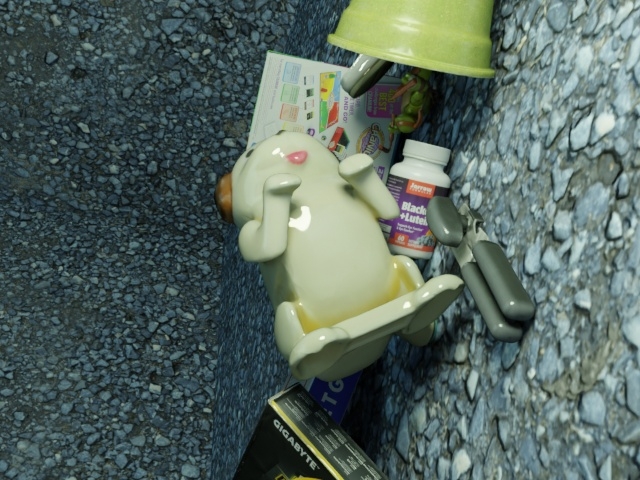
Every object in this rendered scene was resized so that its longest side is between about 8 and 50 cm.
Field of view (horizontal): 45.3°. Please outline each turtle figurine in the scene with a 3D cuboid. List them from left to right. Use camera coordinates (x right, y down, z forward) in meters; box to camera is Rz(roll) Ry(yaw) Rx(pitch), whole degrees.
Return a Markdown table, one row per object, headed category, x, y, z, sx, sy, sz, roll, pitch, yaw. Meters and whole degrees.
| category | x | y | z | sx | sy | sz | roll | pitch | yaw |
| --- | --- | --- | --- | --- | --- | --- | --- | --- | --- |
| turtle figurine | 0.186 | -0.290 | 1.458 | 0.269 | 0.087 | 0.217 | 96 | -170 | -70 |

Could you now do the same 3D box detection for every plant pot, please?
| category | x | y | z | sx | sy | sz | roll | pitch | yaw |
| --- | --- | --- | --- | --- | --- | --- | --- | --- | --- |
| plant pot | 0.170 | -0.410 | 1.201 | 0.276 | 0.276 | 0.253 | -114 | 34 | -67 |

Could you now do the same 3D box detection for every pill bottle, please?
| category | x | y | z | sx | sy | sz | roll | pitch | yaw |
| --- | --- | --- | --- | --- | --- | --- | --- | --- | --- |
| pill bottle | 0.164 | -0.072 | 1.330 | 0.108 | 0.108 | 0.193 | -140 | 62 | -74 |

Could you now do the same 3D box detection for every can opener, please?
| category | x | y | z | sx | sy | sz | roll | pitch | yaw |
| --- | --- | --- | --- | --- | --- | --- | --- | --- | --- |
| can opener | 0.218 | 0.036 | 1.092 | 0.280 | 0.093 | 0.074 | -109 | 32 | -55 |

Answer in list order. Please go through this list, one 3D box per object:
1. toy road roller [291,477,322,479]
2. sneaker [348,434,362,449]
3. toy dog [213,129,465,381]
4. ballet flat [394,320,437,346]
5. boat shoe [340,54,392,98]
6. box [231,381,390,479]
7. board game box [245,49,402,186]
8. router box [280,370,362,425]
| category | x | y | z | sx | sy | sz | roll | pitch | yaw |
| --- | --- | --- | --- | --- | --- | --- | --- | --- | --- |
| toy road roller | 0.036 | 0.513 | 1.062 | 0.329 | 0.241 | 0.202 | -107 | 32 | -55 |
| sneaker | 0.006 | 0.475 | 1.519 | 0.084 | 0.097 | 0.234 | -116 | 40 | -68 |
| toy dog | 0.000 | 0.000 | 1.259 | 0.395 | 0.285 | 0.408 | 90 | 155 | -68 |
| ballet flat | 0.129 | 0.121 | 1.364 | 0.248 | 0.086 | 0.086 | -130 | 53 | -72 |
| boat shoe | 0.124 | -0.407 | 1.498 | 0.302 | 0.103 | 0.113 | -51 | 0 | -18 |
| box | 0.008 | 0.427 | 1.228 | 0.322 | 0.079 | 0.257 | 44 | 135 | 23 |
| board game box | 0.017 | -0.251 | 1.630 | 0.064 | 0.317 | 0.242 | -14 | -62 | -79 |
| router box | -0.019 | 0.319 | 1.544 | 0.335 | 0.082 | 0.301 | -63 | 6 | -32 |
